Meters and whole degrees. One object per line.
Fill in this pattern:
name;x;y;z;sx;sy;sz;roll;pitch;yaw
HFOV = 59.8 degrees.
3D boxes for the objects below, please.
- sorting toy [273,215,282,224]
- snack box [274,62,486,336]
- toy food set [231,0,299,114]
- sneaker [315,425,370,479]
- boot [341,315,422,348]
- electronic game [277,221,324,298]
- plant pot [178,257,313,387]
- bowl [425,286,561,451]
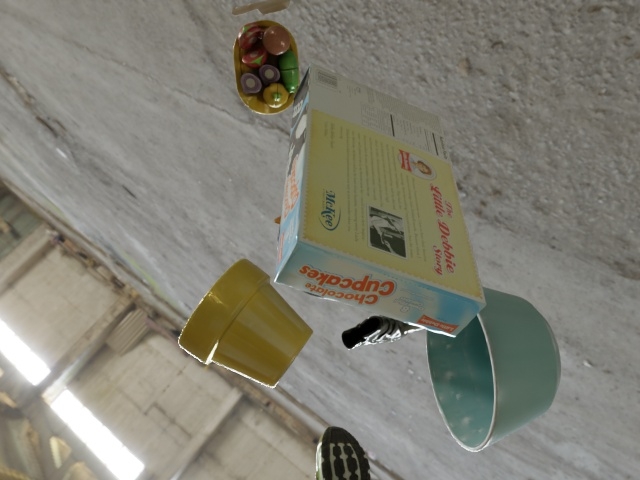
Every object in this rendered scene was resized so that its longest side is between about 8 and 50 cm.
sorting toy;0.000;0.000;1.868;0.348;0.196;0.047;26;115;25
snack box;0.058;-0.062;0.602;0.187;0.322;0.060;19;131;-15
toy food set;-0.102;-0.350;1.067;0.071;0.128;0.217;-119;22;-70
sneaker;0.024;0.685;1.406;0.158;0.410;0.182;19;141;-31
boot;0.171;0.172;1.212;0.246;0.161;0.083;-40;66;34
electronic game;0.025;0.000;1.082;0.229;0.229;0.048;49;167;-22
plant pot;-0.158;0.210;1.303;0.239;0.254;0.254;35;160;3
bowl;0.326;0.221;1.038;0.163;0.311;0.311;-3;161;-9
